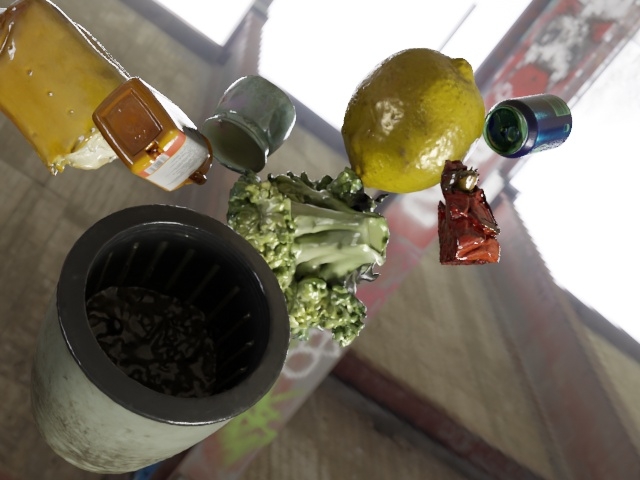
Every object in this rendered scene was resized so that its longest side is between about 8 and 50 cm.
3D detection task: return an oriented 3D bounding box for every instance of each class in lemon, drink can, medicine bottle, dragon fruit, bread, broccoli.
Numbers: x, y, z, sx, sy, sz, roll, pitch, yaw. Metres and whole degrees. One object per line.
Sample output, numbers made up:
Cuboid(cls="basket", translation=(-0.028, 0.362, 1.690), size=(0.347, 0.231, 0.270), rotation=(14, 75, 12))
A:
Cuboid(cls="lemon", translation=(0.170, -0.219, 2.007), size=(0.253, 0.310, 0.253), rotation=(39, -169, -9))
Cuboid(cls="drink can", translation=(0.405, -0.225, 2.094), size=(0.118, 0.118, 0.205), rotation=(46, -147, 22))
Cuboid(cls="medicine bottle", translation=(-0.273, -0.171, 1.834), size=(0.149, 0.112, 0.222), rotation=(51, -173, 19))
Cuboid(cls="dragon fruit", translation=(0.250, -0.048, 1.835), size=(0.092, 0.122, 0.192), rotation=(-4, -109, -9))
Cuboid(cls="medicine bottle", translation=(-0.138, -0.218, 2.034), size=(0.147, 0.147, 0.143), rotation=(37, -122, -5))
Cuboid(cls="bread", translation=(-0.550, -0.319, 2.226), size=(0.394, 0.250, 0.361), rotation=(46, 180, -1))
Cuboid(cls="broccoli", translation=(-0.003, -0.011, 1.853), size=(0.281, 0.293, 0.348), rotation=(2, 144, 42))

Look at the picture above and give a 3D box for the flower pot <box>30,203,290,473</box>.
Cuboid(cls="flower pot", translation=(-0.233, 0.155, 1.406), size=(0.293, 0.330, 0.294), rotation=(13, -124, -20))
